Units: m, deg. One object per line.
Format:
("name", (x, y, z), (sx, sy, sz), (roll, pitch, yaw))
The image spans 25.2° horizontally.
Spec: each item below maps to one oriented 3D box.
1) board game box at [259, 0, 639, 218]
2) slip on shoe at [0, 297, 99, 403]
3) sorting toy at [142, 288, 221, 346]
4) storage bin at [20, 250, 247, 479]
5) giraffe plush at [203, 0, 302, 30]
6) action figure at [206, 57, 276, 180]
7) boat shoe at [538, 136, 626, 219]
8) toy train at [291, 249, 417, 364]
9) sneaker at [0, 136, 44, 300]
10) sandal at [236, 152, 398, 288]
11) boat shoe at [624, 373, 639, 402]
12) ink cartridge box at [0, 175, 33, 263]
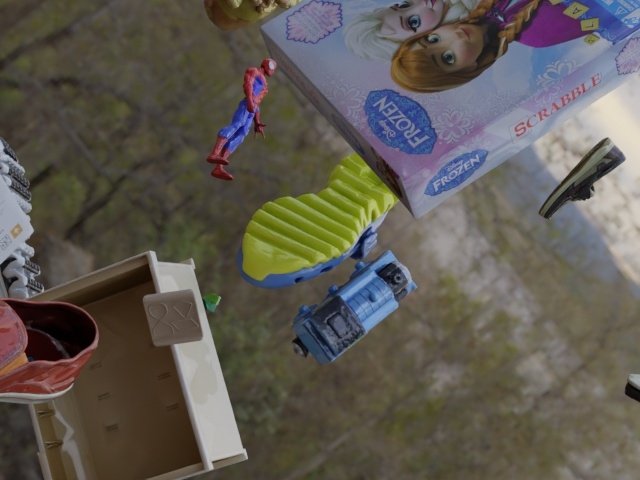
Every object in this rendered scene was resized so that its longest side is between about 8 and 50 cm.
("board game box", (0.143, -0.214, 1.535), (0.319, 0.318, 0.066), (50, -10, 41))
("slip on shoe", (-0.338, 0.101, 1.385), (0.123, 0.101, 0.331), (54, 22, 22))
("sorting toy", (-0.146, 0.081, 1.546), (0.012, 0.083, 0.062), (-91, 173, -65))
("storage bin", (-0.253, 0.179, 1.735), (0.123, 0.260, 0.262), (5, 67, -68))
("giraffe plush", (-0.103, -0.335, 1.760), (0.171, 0.181, 0.210), (64, -22, 18))
("action figure", (-0.061, -0.105, 1.185), (0.030, 0.115, 0.038), (10, -28, 18))
("boat shoe", (0.376, -0.080, 2.056), (0.049, 0.152, 0.056), (42, 27, 2))
("toy train", (0.043, 0.086, 1.823), (0.080, 0.184, 0.105), (55, -18, -4))
("sneaker", (-0.503, -0.023, 2.188), (0.110, 0.118, 0.292), (61, 18, -70))
("sandal", (0.000, 0.000, 1.906), (0.126, 0.138, 0.317), (37, 38, 20))
("boat shoe", (0.346, 0.166, 1.364), (0.133, 0.042, 0.049), (23, 20, -13))
("ink cartridge box", (-0.518, -0.073, 1.873), (0.069, 0.176, 0.371), (30, -24, 30))
